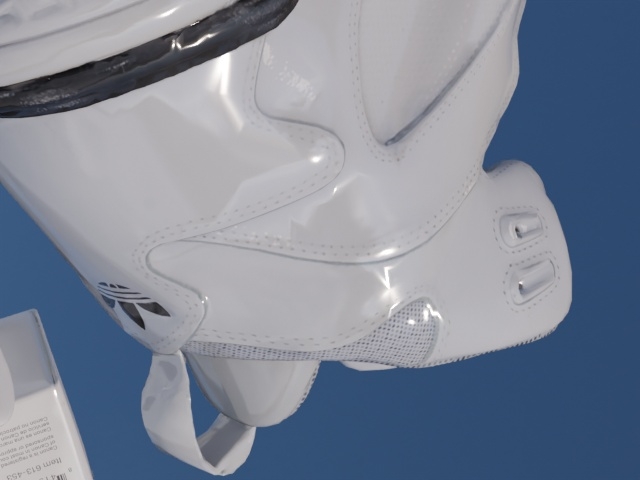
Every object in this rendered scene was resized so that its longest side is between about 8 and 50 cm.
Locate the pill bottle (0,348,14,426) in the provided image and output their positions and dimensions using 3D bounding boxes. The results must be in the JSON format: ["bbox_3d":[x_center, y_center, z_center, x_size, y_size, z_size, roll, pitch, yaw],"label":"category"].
[{"bbox_3d":[-0.269,0.105,1.014,0.215,0.117,0.117,-28,-115,13],"label":"pill bottle"}]

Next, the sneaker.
[{"bbox_3d":[0.029,-0.094,0.655,0.137,0.366,0.210,11,-46,44],"label":"sneaker"}]

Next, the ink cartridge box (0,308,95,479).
[{"bbox_3d":[-0.222,0.186,1.245,0.100,0.172,0.237,-120,-165,-58],"label":"ink cartridge box"}]
